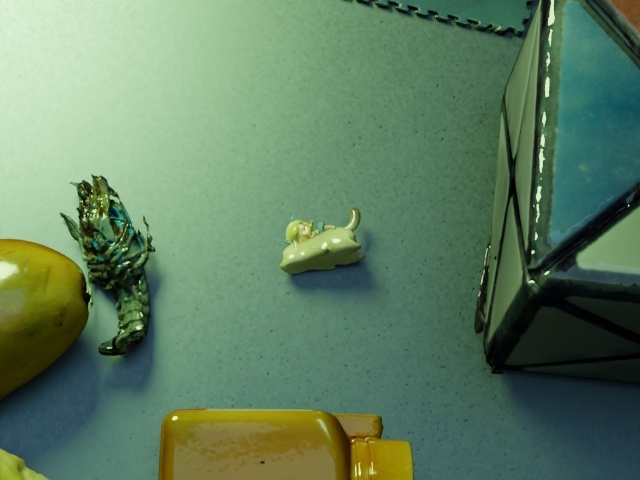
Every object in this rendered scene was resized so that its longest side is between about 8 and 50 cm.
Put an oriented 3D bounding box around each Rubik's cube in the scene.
[{"bbox_3d":[0.317,-0.043,1.553,0.307,0.310,0.305,7,72,-2],"label":"Rubik's cube"}]

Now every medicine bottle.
[{"bbox_3d":[-0.032,0.228,1.552,0.222,0.112,0.149,1,75,-4],"label":"medicine bottle"}]

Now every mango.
[{"bbox_3d":[-0.327,0.087,1.570,0.253,0.113,0.138,-33,84,-4],"label":"mango"}]

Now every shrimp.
[{"bbox_3d":[-0.196,0.022,1.630,0.082,0.076,0.174,-18,79,33],"label":"shrimp"}]

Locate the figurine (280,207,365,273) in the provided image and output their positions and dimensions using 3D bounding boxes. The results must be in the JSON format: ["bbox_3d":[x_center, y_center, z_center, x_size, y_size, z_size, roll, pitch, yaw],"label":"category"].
[{"bbox_3d":[0.000,0.000,1.653,0.083,0.047,0.051,-10,61,1],"label":"figurine"}]

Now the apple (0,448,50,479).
[{"bbox_3d":[-0.286,0.320,1.445,0.309,0.252,0.314,32,64,-31],"label":"apple"}]

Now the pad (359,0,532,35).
[{"bbox_3d":[0.103,-0.353,1.765,0.269,0.012,0.270,14,74,0],"label":"pad"}]
